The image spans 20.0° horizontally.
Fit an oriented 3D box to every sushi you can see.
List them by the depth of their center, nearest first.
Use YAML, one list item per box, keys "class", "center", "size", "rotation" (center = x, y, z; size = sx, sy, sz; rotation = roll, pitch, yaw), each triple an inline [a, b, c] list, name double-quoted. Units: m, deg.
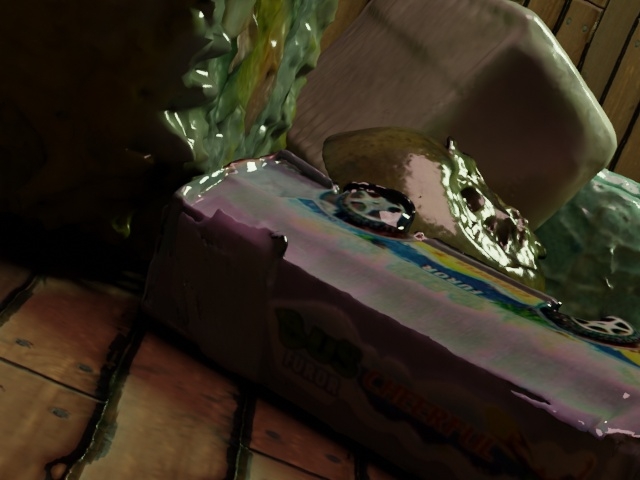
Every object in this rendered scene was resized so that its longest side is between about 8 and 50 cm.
- class: "sushi"
  center: [-0.109, -0.176, 1.105]
  size: [0.240, 0.351, 0.396]
  rotation: [24, 6, 6]

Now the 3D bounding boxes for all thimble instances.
- class: "thimble"
  center: [0.225, 0.014, 1.525]
  size: [0.198, 0.143, 0.235]
  rotation: [22, 8, 0]

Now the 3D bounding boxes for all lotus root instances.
- class: "lotus root"
  center: [0.092, -0.007, 1.228]
  size: [0.183, 0.078, 0.203]
  rotation: [29, 29, -55]

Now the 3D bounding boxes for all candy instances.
- class: "candy"
  center: [0.085, -0.099, 1.493]
  size: [0.145, 0.208, 0.359]
  rotation: [45, 0, -19]

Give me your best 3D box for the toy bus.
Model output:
- class: "toy bus"
  center: [0.050, 0.058, 0.932]
  size: [0.317, 0.112, 0.138]
  rotation: [26, 19, 29]
